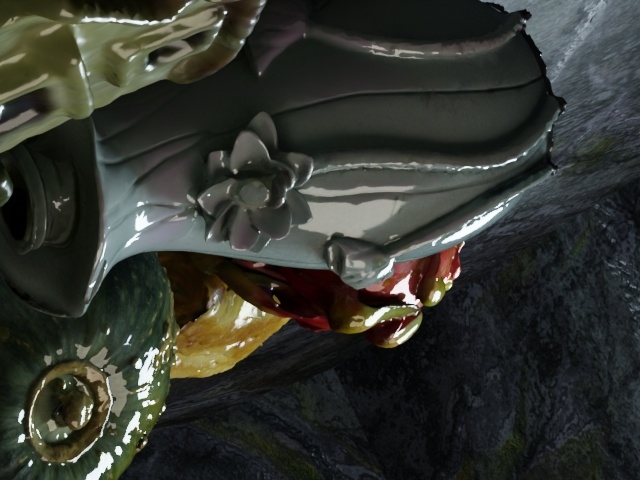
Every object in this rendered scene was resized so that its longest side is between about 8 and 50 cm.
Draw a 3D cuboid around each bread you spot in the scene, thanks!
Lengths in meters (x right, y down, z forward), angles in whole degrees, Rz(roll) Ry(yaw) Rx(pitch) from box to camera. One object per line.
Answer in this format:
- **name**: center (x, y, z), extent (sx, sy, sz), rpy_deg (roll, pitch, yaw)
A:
- **bread**: center (-0.156, 0.063, 1.742), extent (0.195, 0.149, 0.344), rpy_deg (-39, 166, 11)

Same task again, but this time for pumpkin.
- **pumpkin**: center (-0.266, 0.117, 1.268), extent (0.257, 0.291, 0.327), rpy_deg (17, -138, 39)

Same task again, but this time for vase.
- **vase**: center (-0.040, -0.073, 1.151), extent (0.445, 0.250, 0.250), rpy_deg (-14, 165, -36)

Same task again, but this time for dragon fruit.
- **dragon fruit**: center (0.006, -0.010, 1.595), extent (0.227, 0.307, 0.243), rpy_deg (-46, -168, 39)

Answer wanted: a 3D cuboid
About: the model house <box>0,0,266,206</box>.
- **model house**: center (-0.119, -0.130, 0.568), extent (0.266, 0.261, 0.321), rpy_deg (-26, 176, -11)
